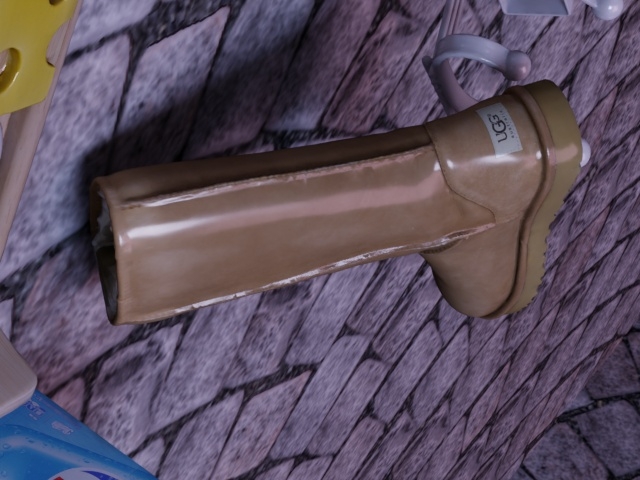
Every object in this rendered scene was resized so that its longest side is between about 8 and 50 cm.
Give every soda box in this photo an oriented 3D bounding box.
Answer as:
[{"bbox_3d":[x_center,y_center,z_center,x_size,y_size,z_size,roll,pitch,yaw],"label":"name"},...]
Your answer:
[{"bbox_3d":[-0.122,0.160,1.010,0.067,0.210,0.071,-42,157,-40],"label":"soda box"}]

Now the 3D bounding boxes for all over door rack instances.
[{"bbox_3d":[0.148,-0.144,1.257,0.324,0.108,0.239,76,27,-66],"label":"over door rack"}]

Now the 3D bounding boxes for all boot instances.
[{"bbox_3d":[0.000,0.000,1.101,0.270,0.089,0.236,-15,151,-14],"label":"boot"}]

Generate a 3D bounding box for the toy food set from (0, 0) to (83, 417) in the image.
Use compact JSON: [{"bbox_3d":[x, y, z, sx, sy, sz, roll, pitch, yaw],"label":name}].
[{"bbox_3d":[-0.157,-0.024,0.801,0.220,0.092,0.306,-29,147,-56],"label":"toy food set"}]
